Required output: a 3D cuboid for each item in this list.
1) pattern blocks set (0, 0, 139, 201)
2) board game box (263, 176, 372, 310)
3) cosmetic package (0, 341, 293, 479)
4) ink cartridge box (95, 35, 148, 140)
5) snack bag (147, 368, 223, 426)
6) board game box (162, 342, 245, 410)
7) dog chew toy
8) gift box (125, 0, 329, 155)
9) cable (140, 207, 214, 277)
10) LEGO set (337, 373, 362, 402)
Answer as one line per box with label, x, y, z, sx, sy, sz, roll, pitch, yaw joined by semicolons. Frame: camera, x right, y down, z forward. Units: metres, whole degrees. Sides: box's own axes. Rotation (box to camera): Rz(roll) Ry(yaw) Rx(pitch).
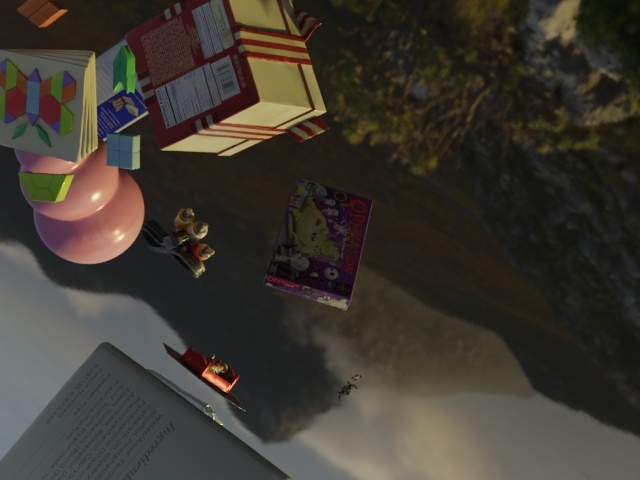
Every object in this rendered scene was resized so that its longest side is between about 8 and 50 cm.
pattern blocks set;-0.390;-0.194;1.364;0.325;0.285;0.026;-3;-171;26
board game box;0.000;0.000;2.391;0.208;0.346;0.056;20;136;-6
cosmetic package;-0.182;0.393;1.201;0.394;0.327;0.329;24;159;45
ink cartridge box;-0.538;-0.344;2.403;0.175;0.371;0.069;52;-154;-22
snack bag;-0.257;0.456;2.224;0.342;0.037;0.323;13;135;57
board game box;-0.153;0.175;1.362;0.133;0.033;0.169;39;173;-10
dog chew toy;-0.453;-0.107;1.808;0.207;0.206;0.331;28;152;30
gift box;-0.136;-0.287;1.714;0.276;0.255;0.258;-15;176;27
cable;-0.293;0.005;2.051;0.287;0.072;0.139;-2;115;66
LEGO set;0.058;0.314;2.122;0.023;0.054;0.083;53;-153;-19
